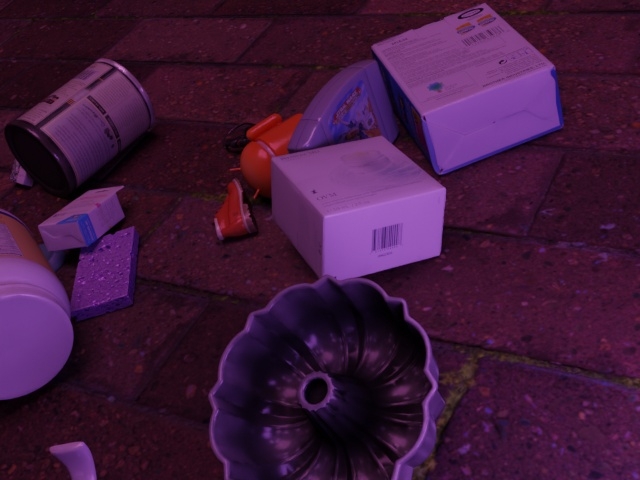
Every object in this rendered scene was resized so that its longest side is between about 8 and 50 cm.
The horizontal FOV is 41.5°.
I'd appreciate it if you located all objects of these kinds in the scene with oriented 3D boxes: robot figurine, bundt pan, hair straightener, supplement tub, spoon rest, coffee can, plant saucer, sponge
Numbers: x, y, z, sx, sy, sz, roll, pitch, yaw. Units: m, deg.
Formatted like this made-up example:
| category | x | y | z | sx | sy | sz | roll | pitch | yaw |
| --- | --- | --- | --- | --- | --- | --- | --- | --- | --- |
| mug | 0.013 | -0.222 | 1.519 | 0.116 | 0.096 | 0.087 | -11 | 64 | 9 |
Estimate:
| category | x | y | z | sx | sy | sz | roll | pitch | yaw |
| --- | --- | --- | --- | --- | --- | --- | --- | --- | --- |
| robot figurine | -0.068 | -0.169 | 1.684 | 0.219 | 0.158 | 0.128 | -34 | 19 | -17 |
| bundt pan | 0.018 | 0.220 | 1.136 | 0.330 | 0.124 | 0.331 | -13 | 59 | 22 |
| hair straightener | -0.111 | -0.231 | 1.852 | 0.230 | 0.047 | 0.089 | -5 | 40 | 24 |
| supplement tub | -0.584 | 0.103 | 1.492 | 0.241 | 0.241 | 0.331 | -32 | 40 | -15 |
| spoon rest | -0.348 | 0.422 | 1.159 | 0.137 | 0.084 | 0.276 | -11 | 52 | 13 |
| coffee can | -0.546 | -0.260 | 1.939 | 0.201 | 0.202 | 0.275 | 17 | 51 | 37 |
| plant saucer | -0.584 | 0.043 | 1.739 | 0.119 | 0.021 | 0.119 | -12 | 38 | 10 |
| sponge | -0.415 | 0.062 | 1.636 | 0.117 | 0.031 | 0.210 | -16 | 38 | 5 |

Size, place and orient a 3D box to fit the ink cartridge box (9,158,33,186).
| category | x | y | z | sx | sy | sz | roll | pitch | yaw |
| --- | --- | --- | --- | --- | --- | --- | --- | --- | --- |
| ink cartridge box | -0.697 | -0.190 | 2.007 | 0.062 | 0.029 | 0.115 | 16 | 92 | 37 |

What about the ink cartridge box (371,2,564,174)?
| category | x | y | z | sx | sy | sz | roll | pitch | yaw |
| --- | --- | --- | --- | --- | --- | --- | --- | --- | --- |
| ink cartridge box | 0.275 | -0.330 | 1.708 | 0.270 | 0.151 | 0.395 | -21 | 40 | -2 |

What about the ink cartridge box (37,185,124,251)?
| category | x | y | z | sx | sy | sz | roll | pitch | yaw |
| --- | --- | --- | --- | --- | --- | --- | --- | --- | --- |
| ink cartridge box | -0.480 | -0.047 | 1.744 | 0.104 | 0.062 | 0.181 | -6 | 24 | 24 |

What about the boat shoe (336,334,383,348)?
| category | x | y | z | sx | sy | sz | roll | pitch | yaw |
| --- | --- | --- | --- | --- | --- | --- | --- | --- | --- |
| boat shoe | 0.052 | 0.148 | 1.293 | 0.227 | 0.079 | 0.081 | -1 | 46 | 27 |

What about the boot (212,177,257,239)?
| category | x | y | z | sx | sy | sz | roll | pitch | yaw |
| --- | --- | --- | --- | --- | --- | --- | --- | --- | --- |
| boot | -0.178 | -0.062 | 1.664 | 0.084 | 0.059 | 0.158 | -22 | 39 | 5 |

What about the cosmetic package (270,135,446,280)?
| category | x | y | z | sx | sy | sz | roll | pitch | yaw |
| --- | --- | --- | --- | --- | --- | --- | --- | --- | --- |
| cosmetic package | 0.059 | -0.061 | 1.448 | 0.224 | 0.138 | 0.225 | -14 | 34 | -21 |

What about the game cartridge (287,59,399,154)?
| category | x | y | z | sx | sy | sz | roll | pitch | yaw |
| --- | --- | --- | --- | --- | --- | --- | --- | --- | --- |
| game cartridge | 0.050 | -0.208 | 1.623 | 0.062 | 0.198 | 0.297 | 10 | 48 | 32 |
